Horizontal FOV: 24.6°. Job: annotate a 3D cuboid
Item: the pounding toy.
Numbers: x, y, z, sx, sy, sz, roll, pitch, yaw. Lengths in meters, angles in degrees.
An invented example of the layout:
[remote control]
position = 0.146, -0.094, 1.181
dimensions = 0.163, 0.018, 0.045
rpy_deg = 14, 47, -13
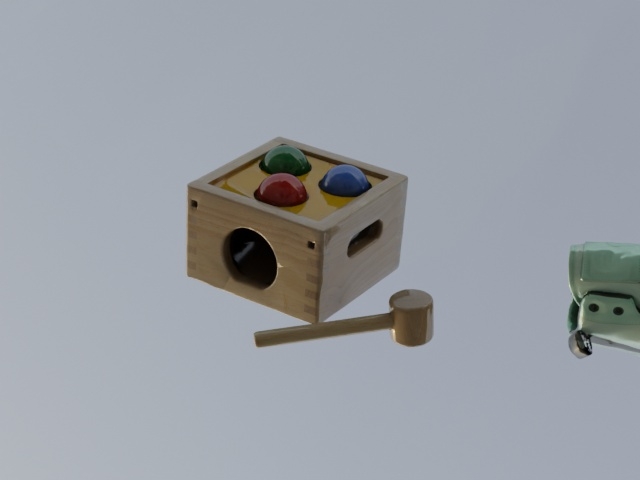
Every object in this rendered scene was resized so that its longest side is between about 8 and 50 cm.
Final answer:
[pounding toy]
position = 0.000, 0.005, 1.112
dimensions = 0.206, 0.181, 0.094
rpy_deg = 19, -59, 28

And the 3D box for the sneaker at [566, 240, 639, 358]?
[sneaker]
position = 0.269, 0.021, 1.093
dimensions = 0.151, 0.094, 0.256
rpy_deg = 12, -36, -5
